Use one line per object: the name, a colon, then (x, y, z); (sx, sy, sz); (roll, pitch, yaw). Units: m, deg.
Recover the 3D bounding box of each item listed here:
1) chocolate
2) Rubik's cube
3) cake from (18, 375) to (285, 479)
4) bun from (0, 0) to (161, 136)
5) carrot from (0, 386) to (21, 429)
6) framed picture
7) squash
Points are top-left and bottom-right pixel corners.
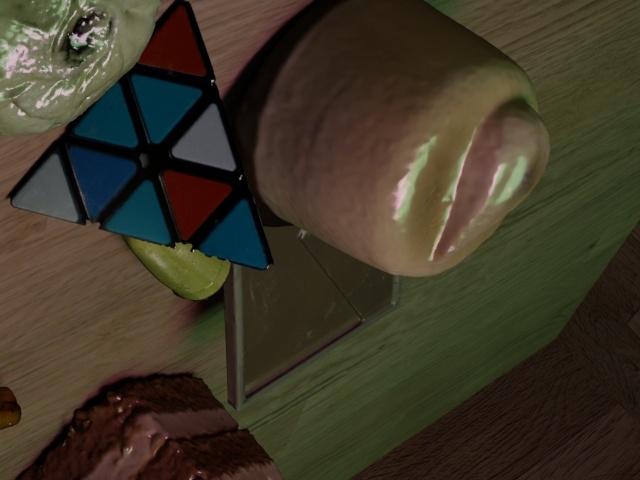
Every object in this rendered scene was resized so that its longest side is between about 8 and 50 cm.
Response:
chocolate: (0.095, -0.098, 1.570); (0.314, 0.297, 0.326); (-28, 148, -33)
Rubik's cube: (-0.209, -0.098, 1.379); (0.234, 0.284, 0.250); (-17, 130, -7)
cake: (-0.231, 0.373, 1.998); (0.255, 0.290, 0.282); (-46, 163, 14)
bun: (-0.226, -0.173, 1.131); (0.221, 0.108, 0.221); (-36, 160, -16)
carrot: (-0.448, 0.209, 1.572); (0.070, 0.070, 0.260); (-50, 159, 20)
framed picture: (0.000, 0.000, 1.847); (0.326, 0.028, 0.446); (-30, 140, -31)
squash: (-0.180, -0.003, 1.606); (0.094, 0.094, 0.224); (-42, 154, -1)
